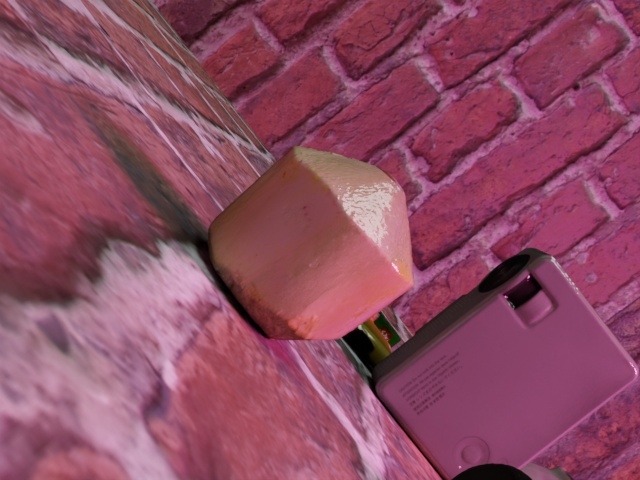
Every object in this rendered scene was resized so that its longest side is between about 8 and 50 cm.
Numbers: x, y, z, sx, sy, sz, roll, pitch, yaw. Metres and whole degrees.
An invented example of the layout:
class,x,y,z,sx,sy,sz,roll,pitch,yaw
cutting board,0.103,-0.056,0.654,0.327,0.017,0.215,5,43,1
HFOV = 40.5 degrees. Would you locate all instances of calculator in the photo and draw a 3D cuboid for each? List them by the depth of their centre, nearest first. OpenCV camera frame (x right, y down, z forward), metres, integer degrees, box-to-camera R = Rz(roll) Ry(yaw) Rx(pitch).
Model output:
class,x,y,z,sx,sy,sz,roll,pitch,yaw
calculator,0.028,0.089,1.152,0.236,0.033,0.157,50,5,-8

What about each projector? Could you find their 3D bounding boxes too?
class,x,y,z,sx,sy,sz,roll,pitch,yaw
projector,0.211,0.153,1.027,0.192,0.257,0.099,51,3,-7

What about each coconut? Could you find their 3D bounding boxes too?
class,x,y,z,sx,sy,sz,roll,pitch,yaw
coconut,0.000,0.000,0.693,0.147,0.153,0.147,52,1,-1

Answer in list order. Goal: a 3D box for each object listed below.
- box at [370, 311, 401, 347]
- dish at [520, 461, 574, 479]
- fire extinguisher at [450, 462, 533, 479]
class,x,y,z,sx,sy,sz,roll,pitch,yaw
box,0.050,0.083,1.486,0.235,0.034,0.132,49,5,-41
dish,0.337,0.410,1.210,0.303,0.120,0.303,52,2,-3
fire extinguisher,0.206,0.300,0.731,0.114,0.095,0.311,7,-33,43
